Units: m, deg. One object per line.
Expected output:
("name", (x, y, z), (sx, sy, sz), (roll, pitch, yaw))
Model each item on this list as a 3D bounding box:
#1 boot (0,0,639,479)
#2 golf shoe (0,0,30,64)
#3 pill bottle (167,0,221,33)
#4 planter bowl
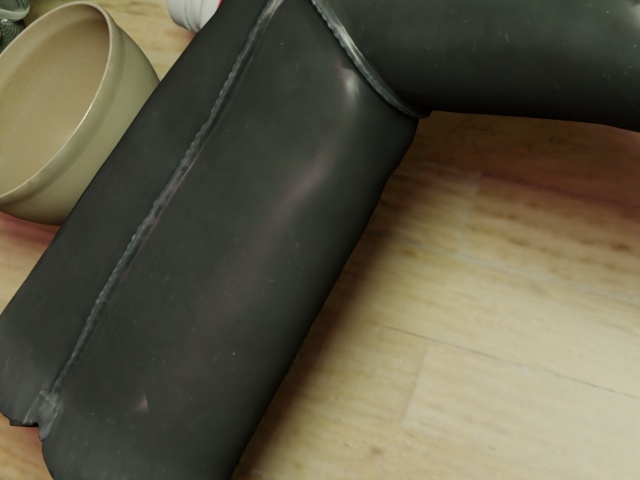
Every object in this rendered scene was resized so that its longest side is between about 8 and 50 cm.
("boot", (-0.001, -0.001, 0.685), (0.445, 0.146, 0.367), (-55, 43, 7))
("golf shoe", (-0.348, -0.202, 0.940), (0.273, 0.120, 0.105), (36, 57, 17))
("pill bottle", (-0.031, -0.161, 0.868), (0.160, 0.087, 0.087), (26, 82, 23))
("planter bowl", (-0.171, -0.076, 0.857), (0.162, 0.109, 0.162), (-22, 51, 30))
